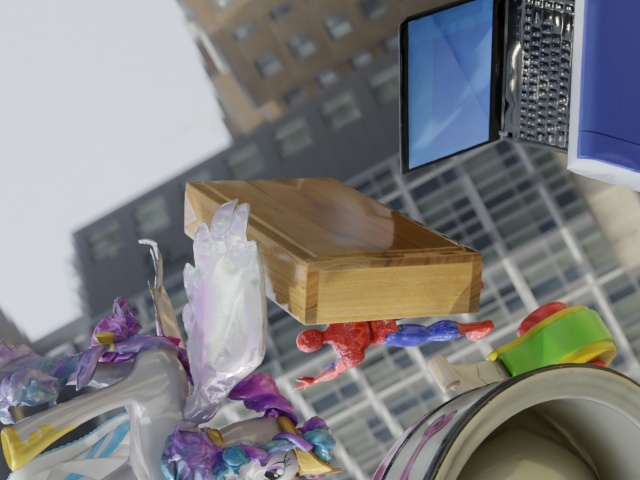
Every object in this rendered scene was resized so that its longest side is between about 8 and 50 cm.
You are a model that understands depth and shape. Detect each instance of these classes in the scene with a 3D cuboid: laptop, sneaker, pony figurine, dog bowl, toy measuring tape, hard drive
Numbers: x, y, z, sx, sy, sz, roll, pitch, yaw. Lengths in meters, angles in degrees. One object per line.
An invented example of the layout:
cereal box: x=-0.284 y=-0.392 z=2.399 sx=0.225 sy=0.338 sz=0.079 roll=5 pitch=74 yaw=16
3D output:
laptop: x=0.245 y=-0.183 z=1.884 sx=0.136 sy=0.264 sz=0.234 roll=-54 pitch=-29 yaw=-44
sneaker: x=-0.235 y=0.260 z=1.705 sx=0.092 sy=0.228 sz=0.087 roll=62 pitch=-179 yaw=24
pony figurine: x=-0.172 y=0.162 z=1.607 sx=0.303 sy=0.363 sz=0.351 roll=-21 pitch=83 yaw=66
dog bowl: x=0.209 y=0.326 z=1.524 sx=0.150 sy=0.408 sz=0.408 roll=-5 pitch=120 yaw=57
toy measuring tape: x=0.245 y=0.123 z=1.685 sx=0.330 sy=0.121 sz=0.121 roll=8 pitch=-129 yaw=-54
hard drive: x=0.369 y=-0.193 z=1.603 sx=0.040 sy=0.210 sz=0.319 roll=129 pitch=152 yaw=-59

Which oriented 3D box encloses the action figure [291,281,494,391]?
action figure: x=0.063 y=0.110 z=1.811 sx=0.280 sy=0.139 sz=0.092 roll=-6 pitch=-102 yaw=-42

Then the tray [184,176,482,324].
tray: x=0.000 y=0.000 z=1.744 sx=0.411 sy=0.202 sz=0.076 roll=-147 pitch=57 yaw=-63
